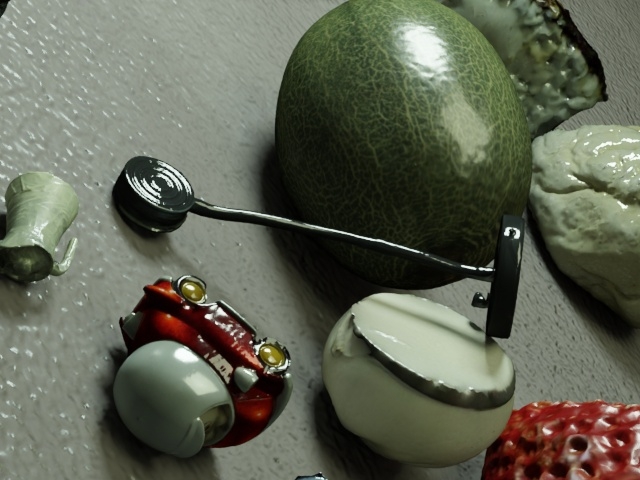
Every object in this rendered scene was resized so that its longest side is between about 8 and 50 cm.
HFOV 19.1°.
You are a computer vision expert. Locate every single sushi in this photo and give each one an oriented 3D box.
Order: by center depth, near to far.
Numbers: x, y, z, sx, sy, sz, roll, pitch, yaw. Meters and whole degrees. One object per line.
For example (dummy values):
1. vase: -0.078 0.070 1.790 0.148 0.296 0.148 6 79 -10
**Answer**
1. sushi: 0.187 -0.257 2.278 0.343 0.196 0.182 42 8 -32

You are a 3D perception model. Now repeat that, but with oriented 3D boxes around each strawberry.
1. strawberry: 0.266 0.284 1.664 0.292 0.310 0.291 8 80 -48

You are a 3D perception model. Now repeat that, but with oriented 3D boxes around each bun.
1. bun: 0.079 0.132 1.647 0.173 0.120 0.173 20 26 -10
2. bun: 0.387 -0.035 2.281 0.281 0.205 0.281 39 30 -29

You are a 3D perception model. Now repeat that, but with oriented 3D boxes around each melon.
1. melon: 0.075 -0.100 1.804 0.237 0.237 0.301 26 39 -44

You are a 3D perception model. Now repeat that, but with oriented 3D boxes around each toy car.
1. toy car: -0.105 0.104 1.413 0.139 0.112 0.112 46 41 7

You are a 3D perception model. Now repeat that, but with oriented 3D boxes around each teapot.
1. teapot: -0.212 -0.004 1.413 0.067 0.057 0.083 38 36 -22

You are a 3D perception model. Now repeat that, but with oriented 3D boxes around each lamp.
1. lamp: 0.018 -0.025 1.615 0.371 0.108 0.130 24 39 -10

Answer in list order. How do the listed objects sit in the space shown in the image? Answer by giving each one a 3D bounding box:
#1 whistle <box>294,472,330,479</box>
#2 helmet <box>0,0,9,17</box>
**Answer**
1. whistle: -0.027 0.277 1.359 0.062 0.062 0.304 47 26 -14
2. helmet: -0.306 -0.268 1.464 0.230 0.160 0.279 53 27 3
